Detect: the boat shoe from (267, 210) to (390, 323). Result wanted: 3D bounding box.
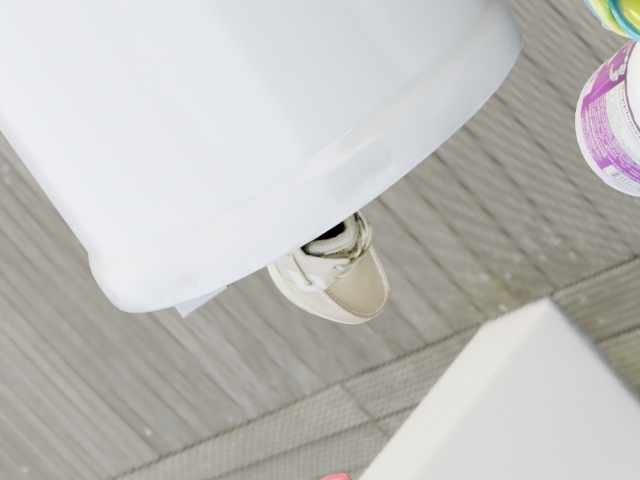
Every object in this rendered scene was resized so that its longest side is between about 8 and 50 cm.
[{"bbox_3d":[0.000,0.000,1.358,0.098,0.109,0.302,12,153,43],"label":"boat shoe"}]

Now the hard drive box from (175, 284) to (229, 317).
[{"bbox_3d":[-0.233,-0.020,1.960,0.232,0.089,0.181,54,-172,-10],"label":"hard drive box"}]

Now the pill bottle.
[{"bbox_3d":[0.371,-0.144,1.282,0.169,0.169,0.301,44,172,1],"label":"pill bottle"}]

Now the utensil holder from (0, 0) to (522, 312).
[{"bbox_3d":[-0.105,-0.204,0.815,0.327,0.327,0.385,-12,117,52],"label":"utensil holder"}]

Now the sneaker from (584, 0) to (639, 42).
[{"bbox_3d":[0.307,-0.228,1.027,0.319,0.208,0.127,11,149,-27],"label":"sneaker"}]

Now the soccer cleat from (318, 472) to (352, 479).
[{"bbox_3d":[0.047,0.203,0.755,0.095,0.083,0.248,63,169,-7],"label":"soccer cleat"}]
